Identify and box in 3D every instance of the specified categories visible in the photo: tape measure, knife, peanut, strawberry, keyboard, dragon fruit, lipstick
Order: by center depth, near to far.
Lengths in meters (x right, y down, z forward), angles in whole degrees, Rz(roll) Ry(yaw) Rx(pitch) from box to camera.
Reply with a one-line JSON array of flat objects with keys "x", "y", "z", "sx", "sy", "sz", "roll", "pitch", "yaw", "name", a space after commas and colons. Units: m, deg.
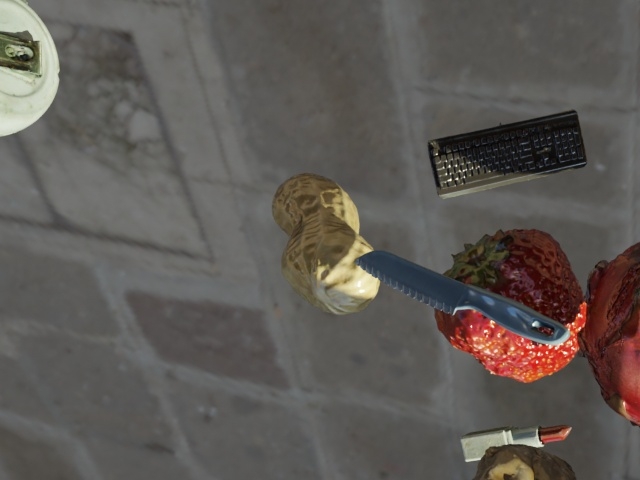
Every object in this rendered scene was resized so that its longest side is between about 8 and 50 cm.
[{"x": -0.318, "y": -0.097, "z": 1.287, "sx": 0.164, "sy": 0.330, "sz": 0.084, "roll": 7, "pitch": 161, "yaw": -43, "name": "tape measure"}, {"x": 0.222, "y": 0.223, "z": 1.518, "sx": 0.129, "sy": 0.030, "sz": 0.030, "roll": -15, "pitch": 87, "yaw": 31, "name": "lipstick"}, {"x": 0.155, "y": 0.065, "z": 1.555, "sx": 0.313, "sy": 0.044, "sz": 0.019, "roll": 23, "pitch": 176, "yaw": 41, "name": "knife"}, {"x": 0.000, "y": 0.000, "z": 1.993, "sx": 0.136, "sy": 0.298, "sz": 0.120, "roll": -12, "pitch": 129, "yaw": -6, "name": "peanut"}, {"x": 0.276, "y": -0.129, "z": 1.996, "sx": 0.230, "sy": 0.093, "sz": 0.025, "roll": -13, "pitch": -178, "yaw": -1, "name": "keyboard"}, {"x": 0.548, "y": 0.142, "z": 2.095, "sx": 0.296, "sy": 0.295, "sz": 0.301, "roll": -2, "pitch": 111, "yaw": 32, "name": "dragon fruit"}, {"x": 0.336, "y": 0.121, "z": 2.330, "sx": 0.257, "sy": 0.257, "sz": 0.277, "roll": -22, "pitch": 108, "yaw": 46, "name": "strawberry"}]

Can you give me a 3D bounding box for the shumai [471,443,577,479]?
[{"x": 0.210, "y": 0.275, "z": 1.140, "sx": 0.175, "sy": 0.206, "sz": 0.166, "roll": -1, "pitch": -178, "yaw": 32, "name": "shumai"}]
